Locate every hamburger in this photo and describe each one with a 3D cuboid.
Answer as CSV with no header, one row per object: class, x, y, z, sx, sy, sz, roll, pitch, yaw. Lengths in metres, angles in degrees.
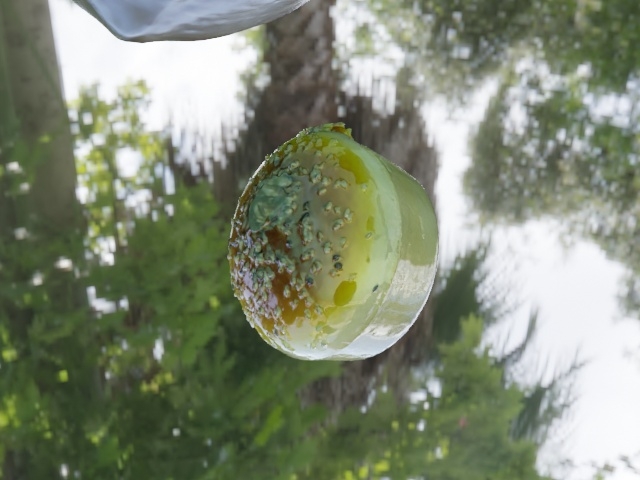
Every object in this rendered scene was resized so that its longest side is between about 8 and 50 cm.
hamburger,0.000,0.000,0.776,0.081,0.126,0.141,20,-139,-36

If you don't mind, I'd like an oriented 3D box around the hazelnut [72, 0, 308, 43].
hazelnut,-0.085,-0.354,1.001,0.402,0.402,0.429,-25,-164,-25
